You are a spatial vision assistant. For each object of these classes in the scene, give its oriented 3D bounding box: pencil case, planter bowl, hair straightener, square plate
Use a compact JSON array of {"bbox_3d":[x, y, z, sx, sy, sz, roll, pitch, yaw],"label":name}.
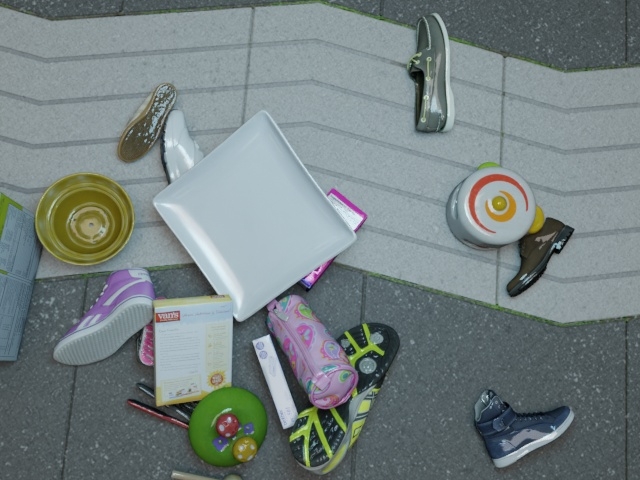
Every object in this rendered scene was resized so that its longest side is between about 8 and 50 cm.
[{"bbox_3d":[-0.027,0.236,1.441,0.124,0.124,0.284,-30,42,-8],"label":"pencil case"},{"bbox_3d":[-0.541,-0.043,1.526,0.217,0.090,0.217,2,80,-11],"label":"planter bowl"},{"bbox_3d":[-0.322,0.381,1.504,0.230,0.047,0.089,26,81,0],"label":"hair straightener"},{"bbox_3d":[-0.148,-0.050,1.454,0.344,0.049,0.347,-36,91,16],"label":"square plate"}]

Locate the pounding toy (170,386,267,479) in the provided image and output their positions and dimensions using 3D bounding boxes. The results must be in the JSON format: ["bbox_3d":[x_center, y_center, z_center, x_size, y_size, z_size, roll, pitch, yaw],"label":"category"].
[{"bbox_3d":[-0.203,0.451,1.445,0.182,0.110,0.237,24,85,-20],"label":"pounding toy"}]

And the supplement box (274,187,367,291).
[{"bbox_3d":[0.000,0.000,1.553,0.114,0.111,0.220,40,80,3],"label":"supplement box"}]

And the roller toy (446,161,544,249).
[{"bbox_3d":[0.412,-0.074,1.576,0.191,0.146,0.209,-34,86,-8],"label":"roller toy"}]

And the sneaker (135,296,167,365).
[{"bbox_3d":[-0.392,0.213,1.518,0.063,0.074,0.171,21,57,-26],"label":"sneaker"}]

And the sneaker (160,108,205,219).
[{"bbox_3d":[-0.313,-0.169,1.572,0.129,0.111,0.298,-9,90,-15],"label":"sneaker"}]

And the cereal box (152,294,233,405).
[{"bbox_3d":[-0.284,0.242,1.458,0.172,0.047,0.240,-3,108,-21],"label":"cereal box"}]

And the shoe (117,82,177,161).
[{"bbox_3d":[-0.423,-0.287,1.599,0.076,0.058,0.219,36,84,-30],"label":"shoe"}]

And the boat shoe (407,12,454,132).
[{"bbox_3d":[0.269,-0.420,1.638,0.091,0.109,0.305,-5,85,-10],"label":"boat shoe"}]

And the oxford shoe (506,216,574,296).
[{"bbox_3d":[0.519,0.040,1.611,0.096,0.083,0.227,36,80,21],"label":"oxford shoe"}]

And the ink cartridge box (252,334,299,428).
[{"bbox_3d":[-0.101,0.321,1.504,0.046,0.097,0.207,-20,83,-6],"label":"ink cartridge box"}]

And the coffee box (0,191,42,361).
[{"bbox_3d":[-0.825,0.063,1.371,0.337,0.334,0.339,9,79,-2],"label":"coffee box"}]

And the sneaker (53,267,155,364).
[{"bbox_3d":[-0.495,0.169,1.512,0.282,0.102,0.161,-31,45,10],"label":"sneaker"}]

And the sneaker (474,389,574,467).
[{"bbox_3d":[0.470,0.406,1.538,0.226,0.086,0.164,-28,87,-7],"label":"sneaker"}]

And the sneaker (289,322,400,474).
[{"bbox_3d":[0.057,0.354,1.501,0.145,0.147,0.385,25,61,25],"label":"sneaker"}]
